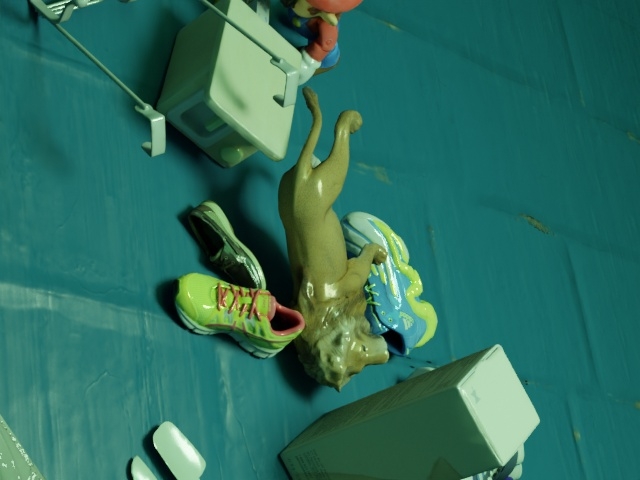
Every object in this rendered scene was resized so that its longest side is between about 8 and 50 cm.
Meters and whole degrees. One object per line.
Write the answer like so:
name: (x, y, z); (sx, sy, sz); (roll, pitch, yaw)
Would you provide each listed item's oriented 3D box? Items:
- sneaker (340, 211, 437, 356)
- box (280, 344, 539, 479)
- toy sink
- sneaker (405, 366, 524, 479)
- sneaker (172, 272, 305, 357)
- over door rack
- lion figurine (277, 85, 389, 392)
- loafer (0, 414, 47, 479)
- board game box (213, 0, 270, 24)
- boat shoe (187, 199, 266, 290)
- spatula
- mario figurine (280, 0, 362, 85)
sneaker: (0.094, 0.074, 2.109); (0.240, 0.091, 0.126); (55, 38, -13)
box: (0.117, 0.261, 1.835); (0.148, 0.311, 0.121); (-33, 96, -54)
toy sink: (-0.133, -0.206, 1.968); (0.153, 0.131, 0.234); (38, 39, -30)
sneaker: (0.238, 0.356, 2.078); (0.236, 0.130, 0.322); (26, 44, -34)
sneaker: (-0.106, 0.088, 1.852); (0.208, 0.094, 0.081); (25, 52, -39)
over door rack: (-0.203, -0.282, 1.806); (0.239, 0.108, 0.324); (-24, 61, -33)
lion figurine: (0.000, 0.000, 1.947); (0.240, 0.142, 0.392); (-51, 127, -57)
loafer: (-0.328, 0.283, 1.458); (0.111, 0.112, 0.319); (-31, 102, -59)
board game box: (-0.120, -0.369, 2.104); (0.026, 0.103, 0.154); (31, 47, -37)
boat shoe: (-0.134, 0.018, 1.900); (0.152, 0.056, 0.049); (54, 41, 3)
spatula: (-0.160, 0.358, 1.686); (0.242, 0.019, 0.168); (55, 36, -11)
mario figurine: (-0.033, -0.366, 2.091); (0.170, 0.320, 0.198); (-36, 79, -11)
